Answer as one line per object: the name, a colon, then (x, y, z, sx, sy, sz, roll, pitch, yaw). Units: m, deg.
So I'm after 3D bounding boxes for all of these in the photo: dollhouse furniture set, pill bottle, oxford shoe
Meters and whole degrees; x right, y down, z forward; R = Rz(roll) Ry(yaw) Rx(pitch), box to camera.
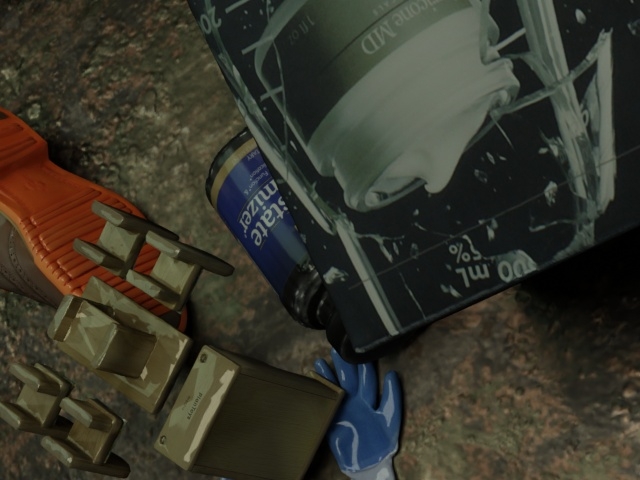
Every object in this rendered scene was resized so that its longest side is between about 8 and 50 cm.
dollhouse furniture set: (-0.127, 0.117, 1.500, 0.242, 0.161, 0.212, 29, 94, 37)
pill bottle: (0.000, 0.000, 1.498, 0.123, 0.123, 0.219, -46, 59, 13)
oxford shoe: (-0.269, 0.009, 1.686, 0.363, 0.130, 0.133, 44, 134, 25)

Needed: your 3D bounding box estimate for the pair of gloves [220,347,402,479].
pair of gloves: (-0.011, 0.184, 1.516, 0.198, 0.023, 0.159, -20, 67, 25)

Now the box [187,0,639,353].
box: (0.167, -0.240, 1.233, 0.480, 0.297, 0.472, -28, 88, 34)
